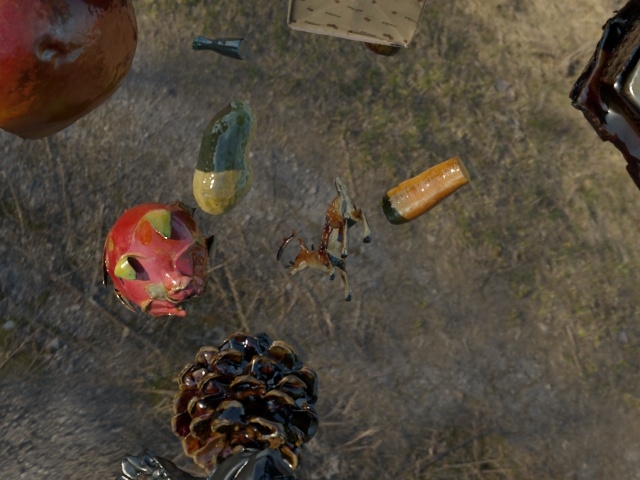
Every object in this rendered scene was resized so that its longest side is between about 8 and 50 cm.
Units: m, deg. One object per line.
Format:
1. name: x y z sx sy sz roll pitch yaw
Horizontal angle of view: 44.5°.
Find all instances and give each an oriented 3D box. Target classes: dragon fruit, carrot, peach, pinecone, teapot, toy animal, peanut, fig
1. dragon fruit: -0.310 0.041 1.507 0.224 0.224 0.227 12 51 -25
2. carrot: 0.218 -0.101 1.628 0.087 0.193 0.087 57 12 -19
3. peach: -0.464 -0.354 1.213 0.310 0.406 0.335 -41 59 2
4. pinecone: -0.110 0.280 1.258 0.243 0.257 0.243 -15 122 -25
5. teapot: -0.199 -0.384 1.545 0.110 0.043 0.043 13 57 20
6. toy animal: 0.016 0.006 1.545 0.087 0.243 0.260 19 23 -26
7. peanut: -0.186 -0.166 1.578 0.120 0.110 0.236 17 92 7
8. fig: 0.169 -0.538 1.961 0.109 0.155 0.103 -20 57 -41

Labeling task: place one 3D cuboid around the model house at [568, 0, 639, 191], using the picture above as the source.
1. model house: 0.459 -0.180 0.889 0.297 0.282 0.317 -43 88 8

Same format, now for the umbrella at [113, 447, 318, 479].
1. umbrella: -0.112 0.284 0.844 0.110 0.272 0.122 -3 83 -62

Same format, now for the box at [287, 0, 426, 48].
1. box: 0.074 -0.478 1.244 0.225 0.297 0.190 10 68 -3
